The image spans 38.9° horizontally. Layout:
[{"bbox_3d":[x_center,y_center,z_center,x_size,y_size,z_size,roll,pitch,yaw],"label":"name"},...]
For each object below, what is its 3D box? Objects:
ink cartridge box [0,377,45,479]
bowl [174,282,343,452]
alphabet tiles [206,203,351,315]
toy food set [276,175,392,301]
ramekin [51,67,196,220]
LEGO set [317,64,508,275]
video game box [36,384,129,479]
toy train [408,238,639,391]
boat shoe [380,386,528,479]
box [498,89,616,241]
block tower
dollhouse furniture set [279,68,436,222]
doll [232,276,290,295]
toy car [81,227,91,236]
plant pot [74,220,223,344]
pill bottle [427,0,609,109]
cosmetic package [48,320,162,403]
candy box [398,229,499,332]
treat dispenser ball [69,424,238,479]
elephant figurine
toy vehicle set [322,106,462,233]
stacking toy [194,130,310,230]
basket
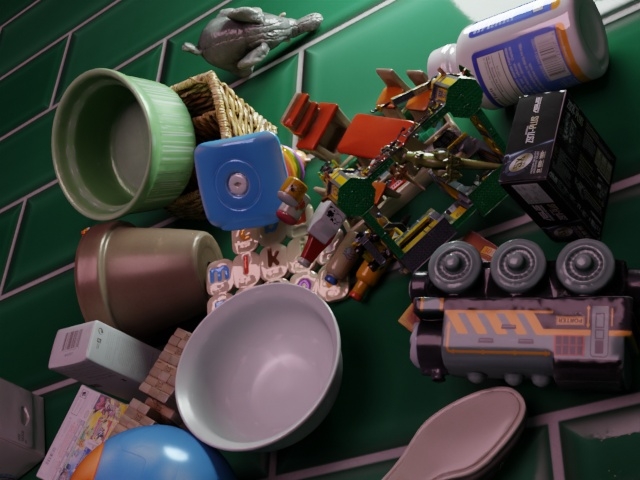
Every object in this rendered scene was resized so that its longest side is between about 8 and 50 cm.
[{"bbox_3d":[-0.733,0.432,1.953,0.232,0.168,0.171,-39,42,15],"label":"ink cartridge box"},{"bbox_3d":[-0.080,0.228,1.490,0.297,0.134,0.298,-14,50,18],"label":"bowl"},{"bbox_3d":[-0.080,0.074,1.653,0.284,0.021,0.278,-16,62,20],"label":"alphabet tiles"},{"bbox_3d":[0.000,0.000,1.541,0.105,0.232,0.111,-58,23,-12],"label":"toy food set"},{"bbox_3d":[-0.398,-0.194,1.860,0.303,0.148,0.304,3,96,36],"label":"ramekin"},{"bbox_3d":[0.149,-0.114,1.446,0.331,0.255,0.192,-50,24,3],"label":"LEGO set"},{"bbox_3d":[-0.461,0.407,1.810,0.187,0.048,0.205,9,69,48],"label":"video game box"},{"bbox_3d":[0.275,0.105,1.230,0.333,0.142,0.190,-1,65,23],"label":"toy train"},{"bbox_3d":[0.161,0.334,1.259,0.335,0.095,0.112,-43,44,3],"label":"boat shoe"},{"bbox_3d":[0.346,-0.104,1.313,0.077,0.180,0.147,-2,61,42],"label":"box"},{"bbox_3d":[-0.291,0.318,1.650,0.097,0.091,0.335,15,66,44],"label":"block tower"},{"bbox_3d":[0.061,-0.189,1.617,0.259,0.135,0.262,16,74,48],"label":"dollhouse furniture set"},{"bbox_3d":[-0.105,0.092,1.700,0.189,0.046,0.129,-37,39,8],"label":"doll"},{"bbox_3d":[-0.563,-0.043,2.229,0.060,0.040,0.122,-22,50,31],"label":"toy car"},{"bbox_3d":[-0.316,0.076,1.790,0.229,0.263,0.263,-10,54,16],"label":"plant pot"},{"bbox_3d":[0.321,-0.304,1.502,0.272,0.152,0.152,-13,54,37],"label":"pill bottle"},{"bbox_3d":[-0.382,0.236,1.714,0.117,0.231,0.086,-15,54,36],"label":"cosmetic package"},{"bbox_3d":[0.218,0.086,1.398,0.187,0.053,0.109,-51,40,0],"label":"candy box"},{"bbox_3d":[-0.261,0.435,1.417,0.288,0.288,0.288,-24,48,30],"label":"treat dispenser ball"},{"bbox_3d":[-0.151,-0.466,2.043,0.239,0.169,0.186,-2,56,47],"label":"elephant figurine"},{"bbox_3d":[0.133,-0.137,1.648,0.267,0.035,0.166,-41,42,14],"label":"toy vehicle set"},{"bbox_3d":[-0.095,-0.129,1.716,0.175,0.302,0.166,-8,100,21],"label":"stacking toy"},{"bbox_3d":[-0.278,-0.182,1.922,0.299,0.223,0.214,-12,54,36],"label":"basket"}]
